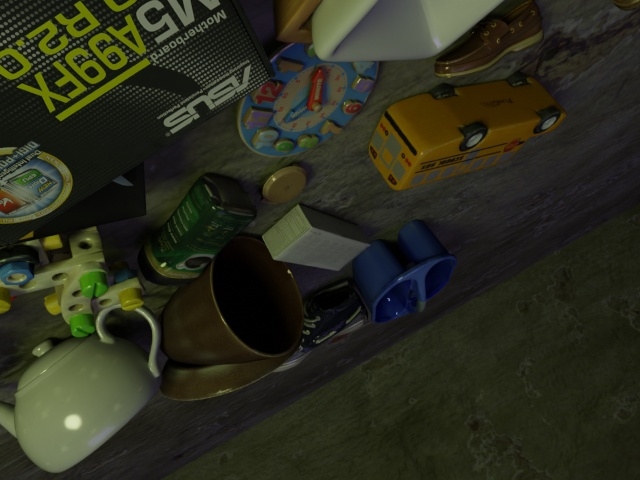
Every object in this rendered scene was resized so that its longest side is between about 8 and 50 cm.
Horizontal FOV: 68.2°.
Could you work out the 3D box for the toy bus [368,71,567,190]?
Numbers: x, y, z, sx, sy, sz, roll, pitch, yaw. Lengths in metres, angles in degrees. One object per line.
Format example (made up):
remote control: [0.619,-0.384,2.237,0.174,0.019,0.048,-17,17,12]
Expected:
toy bus: [0.256,-0.188,0.804,0.333,0.108,0.130,-17,152,-27]

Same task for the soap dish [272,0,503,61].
soap dish: [0.110,-0.273,0.373,0.229,0.118,0.291,-22,173,-43]

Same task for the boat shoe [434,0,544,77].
boat shoe: [0.236,-0.285,0.671,0.178,0.064,0.060,-28,125,-9]

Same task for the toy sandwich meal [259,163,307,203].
toy sandwich meal: [-0.060,-0.090,0.742,0.086,0.029,0.085,-24,150,-15]

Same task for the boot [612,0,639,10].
boot: [0.448,-0.430,0.590,0.270,0.089,0.236,4,138,-49]

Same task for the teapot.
teapot: [-0.414,0.244,0.813,0.253,0.187,0.256,-29,-170,45]

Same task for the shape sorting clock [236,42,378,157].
shape sorting clock: [-0.012,-0.181,0.606,0.206,0.040,0.206,-24,155,-12]

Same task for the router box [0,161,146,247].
router box: [-0.280,-0.114,0.389,0.243,0.081,0.308,-16,152,-28]

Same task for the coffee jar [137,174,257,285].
coffee jar: [-0.185,-0.008,0.695,0.184,0.079,0.096,-43,154,23]

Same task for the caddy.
caddy: [0.222,0.104,1.234,0.241,0.179,0.341,-26,155,-6]

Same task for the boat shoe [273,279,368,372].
boat shoe: [-0.039,0.221,1.268,0.341,0.127,0.158,-29,142,-9]

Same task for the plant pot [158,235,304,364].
plant pot: [-0.186,0.136,0.851,0.230,0.215,0.215,-28,159,30]

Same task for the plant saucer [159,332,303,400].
plant saucer: [-0.191,0.224,0.992,0.311,0.050,0.310,-17,-168,4]

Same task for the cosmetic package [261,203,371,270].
cosmetic package: [0.000,0.000,0.934,0.099,0.060,0.239,-38,155,20]

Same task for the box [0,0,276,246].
box: [-0.186,-0.122,0.306,0.270,0.060,0.216,-31,155,1]

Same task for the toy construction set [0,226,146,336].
toy construction set: [-0.384,0.068,0.561,0.328,0.151,0.215,-29,158,-29]
